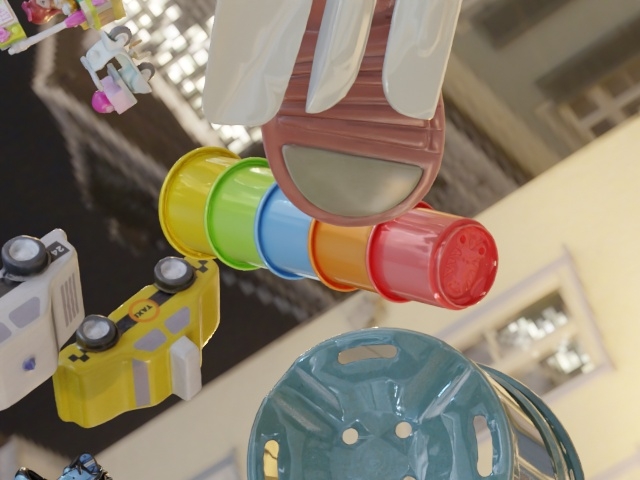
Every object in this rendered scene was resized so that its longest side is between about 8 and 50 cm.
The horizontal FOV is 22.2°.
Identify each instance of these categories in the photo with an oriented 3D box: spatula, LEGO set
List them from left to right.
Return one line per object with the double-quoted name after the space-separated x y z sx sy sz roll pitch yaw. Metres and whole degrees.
-0.249 -0.221 1.399 0.287 0.107 0.132 52 167 43 "LEGO set"
0.025 -0.171 0.775 0.168 0.242 0.019 -3 -156 -40 "spatula"

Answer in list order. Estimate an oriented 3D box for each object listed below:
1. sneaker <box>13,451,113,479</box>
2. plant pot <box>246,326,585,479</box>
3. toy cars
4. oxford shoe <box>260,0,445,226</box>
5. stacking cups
-0.182 0.208 1.321 0.063 0.162 0.073 32 -125 -78 "sneaker"
0.088 0.248 1.643 0.341 0.341 0.334 65 -176 20 "plant pot"
-0.190 0.088 1.331 0.087 0.176 0.393 31 -169 27 "toy cars"
0.010 -0.213 0.949 0.146 0.140 0.397 -88 1 -62 "oxford shoe"
0.000 0.000 1.211 0.096 0.096 0.316 38 168 -38 "stacking cups"
